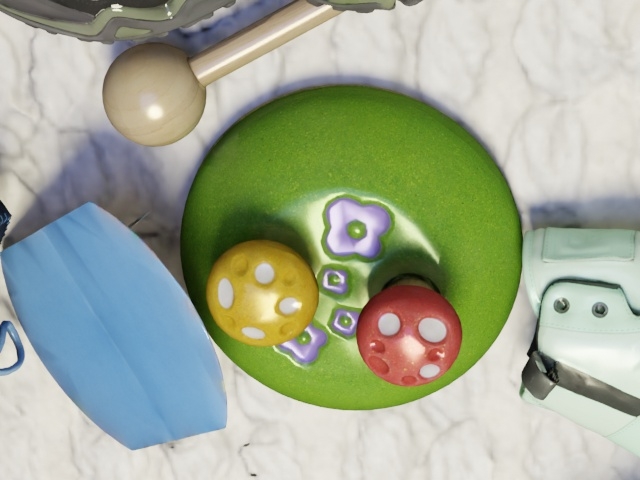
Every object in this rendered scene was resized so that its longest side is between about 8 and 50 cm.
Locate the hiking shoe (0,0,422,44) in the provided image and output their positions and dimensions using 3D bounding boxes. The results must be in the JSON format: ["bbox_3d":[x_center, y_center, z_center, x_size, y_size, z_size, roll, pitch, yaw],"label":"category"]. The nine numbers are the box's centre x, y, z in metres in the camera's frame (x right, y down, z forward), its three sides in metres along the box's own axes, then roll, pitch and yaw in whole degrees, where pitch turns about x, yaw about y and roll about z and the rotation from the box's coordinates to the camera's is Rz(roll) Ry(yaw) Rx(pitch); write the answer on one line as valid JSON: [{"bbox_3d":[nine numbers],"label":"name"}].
[{"bbox_3d":[-0.054,-0.158,0.646,0.227,0.086,0.114,-6,147,1],"label":"hiking shoe"}]

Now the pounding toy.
[{"bbox_3d":[0.000,0.000,0.711,0.183,0.110,0.236,-19,109,14],"label":"pounding toy"}]

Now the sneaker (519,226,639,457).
[{"bbox_3d":[0.182,-0.003,0.696,0.151,0.094,0.255,19,112,3],"label":"sneaker"}]

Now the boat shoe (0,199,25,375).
[{"bbox_3d":[-0.214,0.075,0.784,0.089,0.109,0.258,37,128,4],"label":"boat shoe"}]

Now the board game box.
[{"bbox_3d":[-0.100,0.042,0.760,0.169,0.033,0.133,-22,102,52],"label":"board game box"}]
